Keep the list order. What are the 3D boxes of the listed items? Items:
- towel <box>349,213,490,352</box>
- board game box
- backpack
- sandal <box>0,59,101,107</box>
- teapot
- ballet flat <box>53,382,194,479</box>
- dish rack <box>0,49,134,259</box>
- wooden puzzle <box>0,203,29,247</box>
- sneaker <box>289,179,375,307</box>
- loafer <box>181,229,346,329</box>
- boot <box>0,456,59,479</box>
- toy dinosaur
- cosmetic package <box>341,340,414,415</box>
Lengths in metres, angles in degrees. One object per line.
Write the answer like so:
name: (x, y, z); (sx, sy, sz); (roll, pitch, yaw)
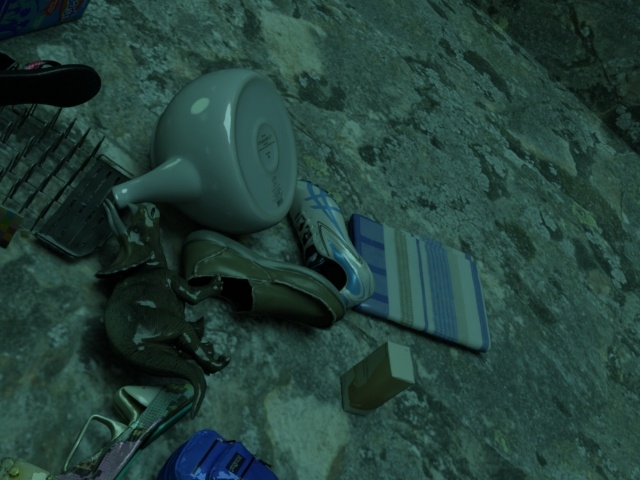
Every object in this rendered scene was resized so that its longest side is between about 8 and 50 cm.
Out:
towel: (0.172, 0.074, 1.355); (0.285, 0.034, 0.209); (20, 47, -25)
board game box: (-0.408, -0.377, 1.142); (0.047, 0.160, 0.210); (46, 39, 1)
backpack: (-0.113, 0.270, 0.874); (0.120, 0.101, 0.098); (40, 32, 0)
sandal: (-0.361, -0.204, 0.994); (0.179, 0.067, 0.040); (-13, 55, -46)
teapot: (-0.156, -0.124, 1.128); (0.256, 0.187, 0.252); (42, 47, -58)
ballet flat: (-0.215, 0.211, 0.859); (0.079, 0.077, 0.221); (42, 43, 2)
dish rack: (-0.367, -0.105, 1.004); (0.271, 0.074, 0.208); (35, 40, -13)
wooden puzzle: (-0.387, -0.022, 0.930); (0.083, 0.049, 0.006); (29, 21, -18)
sneaker: (0.000, 0.000, 1.230); (0.086, 0.085, 0.237); (-13, 62, -39)
loafer: (-0.084, 0.075, 1.091); (0.251, 0.094, 0.087); (23, 48, -12)
boot: (-0.327, 0.273, 0.662); (0.262, 0.095, 0.203); (34, 49, -19)
toy dinosaur: (-0.199, 0.100, 0.937); (0.160, 0.121, 0.313); (13, 41, -24)
cosmetic package: (0.079, 0.195, 1.096); (0.041, 0.115, 0.060); (21, 44, -27)
